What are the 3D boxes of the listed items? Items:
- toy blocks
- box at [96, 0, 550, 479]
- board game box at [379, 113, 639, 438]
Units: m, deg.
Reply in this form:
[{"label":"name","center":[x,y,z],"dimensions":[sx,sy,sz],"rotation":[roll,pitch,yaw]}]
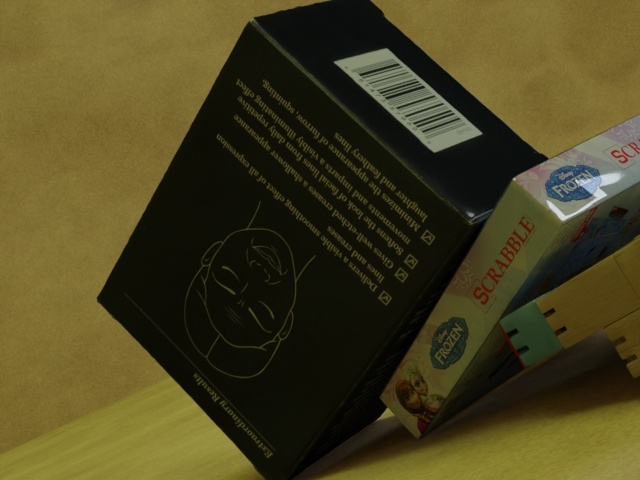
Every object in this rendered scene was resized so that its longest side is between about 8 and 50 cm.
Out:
[{"label":"toy blocks","center":[0.332,0.020,1.210],"dimensions":[0.381,0.191,0.261],"rotation":[-25,-9,-42]},{"label":"box","center":[0.000,0.000,1.417],"dimensions":[0.212,0.293,0.395],"rotation":[-24,-26,-53]},{"label":"board game box","center":[0.234,0.021,1.359],"dimensions":[0.318,0.066,0.319],"rotation":[-25,-28,-42]}]
